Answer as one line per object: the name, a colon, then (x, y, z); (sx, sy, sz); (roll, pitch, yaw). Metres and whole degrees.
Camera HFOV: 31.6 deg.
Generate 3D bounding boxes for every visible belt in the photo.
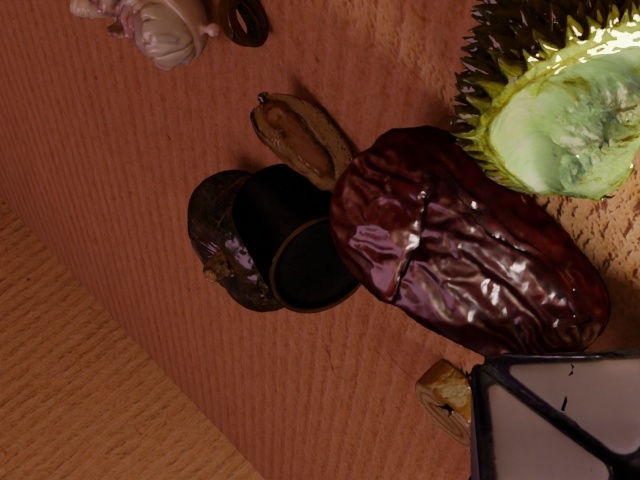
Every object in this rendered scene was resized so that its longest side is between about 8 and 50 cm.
belt: (-0.107, -0.301, 1.538); (0.036, 0.059, 0.083); (19, 144, 53)

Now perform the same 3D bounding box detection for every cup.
cup: (-0.014, 0.010, 1.671); (0.239, 0.166, 0.177); (46, -177, -42)

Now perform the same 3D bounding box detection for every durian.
durian: (0.229, -0.148, 1.105); (0.198, 0.163, 0.394); (5, 153, 6)

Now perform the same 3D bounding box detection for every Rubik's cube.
Rubik's cube: (0.322, 0.312, 1.232); (0.307, 0.305, 0.310); (81, -173, -54)

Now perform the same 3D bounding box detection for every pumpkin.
pumpkin: (-0.127, 0.012, 1.925); (0.260, 0.189, 0.260); (40, 156, 22)

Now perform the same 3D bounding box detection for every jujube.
jujube: (0.175, 0.016, 1.312); (0.342, 0.216, 0.216); (38, 157, 10)

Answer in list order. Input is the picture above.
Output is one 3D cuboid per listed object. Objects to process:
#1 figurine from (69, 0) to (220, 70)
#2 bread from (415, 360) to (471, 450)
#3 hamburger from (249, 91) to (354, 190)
figurine: (-0.251, -0.336, 1.691); (0.256, 0.144, 0.182); (40, 137, 32)
bread: (0.218, 0.273, 1.818); (0.149, 0.073, 0.122); (39, 158, 29)
hamburger: (-0.024, -0.144, 1.616); (0.176, 0.087, 0.102); (40, 177, -3)
